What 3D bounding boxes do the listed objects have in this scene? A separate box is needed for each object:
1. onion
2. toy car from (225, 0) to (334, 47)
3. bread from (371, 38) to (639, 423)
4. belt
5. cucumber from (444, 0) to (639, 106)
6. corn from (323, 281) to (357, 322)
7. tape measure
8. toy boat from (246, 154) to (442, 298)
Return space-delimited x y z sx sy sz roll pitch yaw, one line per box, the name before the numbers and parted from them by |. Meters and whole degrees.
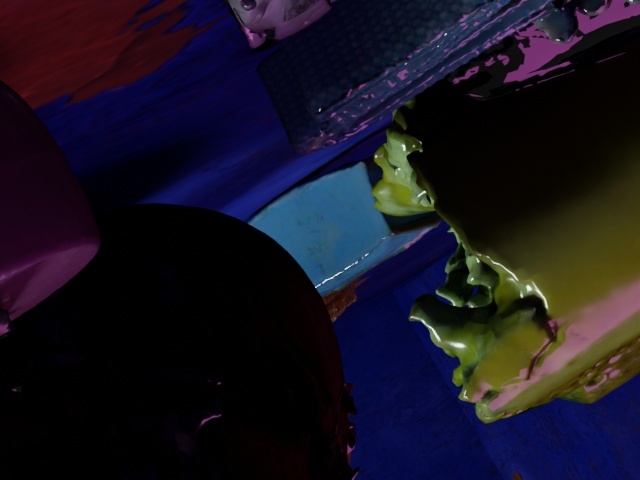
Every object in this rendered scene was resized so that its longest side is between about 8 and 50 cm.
onion | -0.083 0.122 0.810 0.281 0.281 0.221 -27 165 -38
toy car | -0.011 -0.082 0.594 0.041 0.025 0.093 -30 175 2
bread | 0.210 -0.067 1.011 0.376 0.208 0.251 -31 168 5
belt | 0.058 -0.096 0.691 0.179 0.065 0.100 -31 167 28
cucumber | 0.137 -0.124 0.802 0.193 0.086 0.115 -25 179 13
corn | -0.060 0.079 1.665 0.086 0.086 0.288 -35 177 41
tape measure | -0.125 0.008 0.524 0.118 0.074 0.125 -31 177 -6
toy boat | 0.000 0.000 1.216 0.185 0.075 0.077 -31 168 34
